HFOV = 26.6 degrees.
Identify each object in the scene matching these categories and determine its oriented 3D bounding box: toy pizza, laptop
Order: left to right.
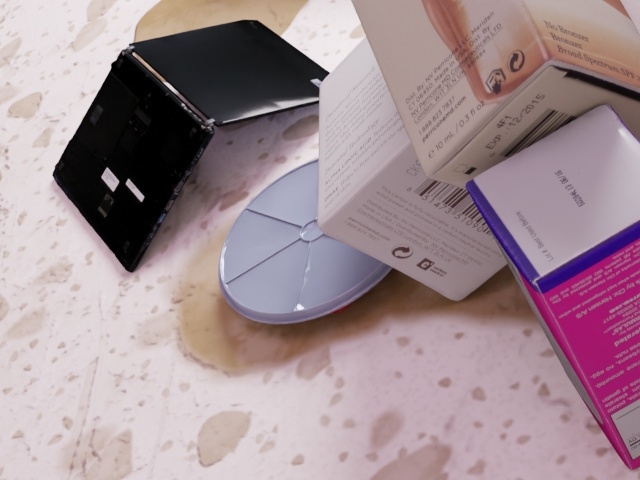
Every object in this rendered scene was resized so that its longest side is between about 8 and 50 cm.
[{"bbox_3d":[-0.134,-0.111,1.435,0.264,0.136,0.234,-59,39,10],"label":"laptop"},{"bbox_3d":[0.000,0.000,1.223,0.201,0.032,0.201,-19,41,18],"label":"toy pizza"}]

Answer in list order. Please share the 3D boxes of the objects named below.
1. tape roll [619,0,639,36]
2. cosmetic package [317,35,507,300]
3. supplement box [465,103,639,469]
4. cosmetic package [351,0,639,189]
[{"bbox_3d":[0.256,-0.291,1.010,0.392,0.072,0.392,-13,72,49],"label":"tape roll"},{"bbox_3d":[0.100,-0.083,1.111,0.151,0.151,0.183,-43,30,35],"label":"cosmetic package"},{"bbox_3d":[0.201,0.036,0.911,0.114,0.220,0.111,-30,41,2],"label":"supplement box"},{"bbox_3d":[0.116,-0.183,0.981,0.129,0.153,0.296,-45,52,34],"label":"cosmetic package"}]
